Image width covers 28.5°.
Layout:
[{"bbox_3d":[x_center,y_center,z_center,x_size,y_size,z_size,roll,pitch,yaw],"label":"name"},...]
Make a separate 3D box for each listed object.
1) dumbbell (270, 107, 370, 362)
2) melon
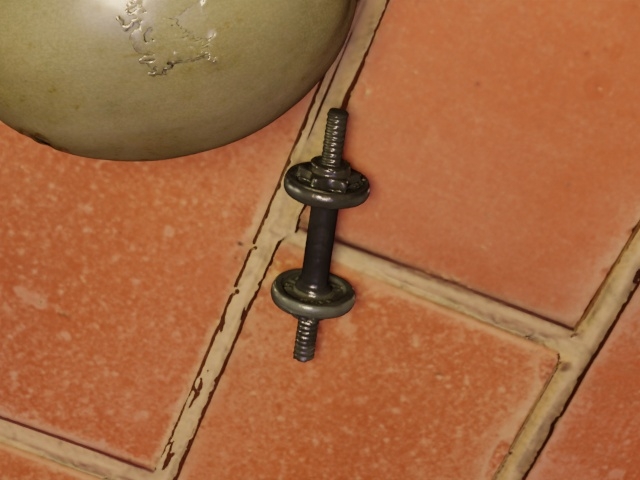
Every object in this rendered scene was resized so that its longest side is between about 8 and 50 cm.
[{"bbox_3d":[0.000,0.000,1.156,0.081,0.082,0.254,8,116,-1],"label":"dumbbell"},{"bbox_3d":[-0.122,-0.195,0.963,0.330,0.268,0.269,-8,116,-1],"label":"melon"}]
